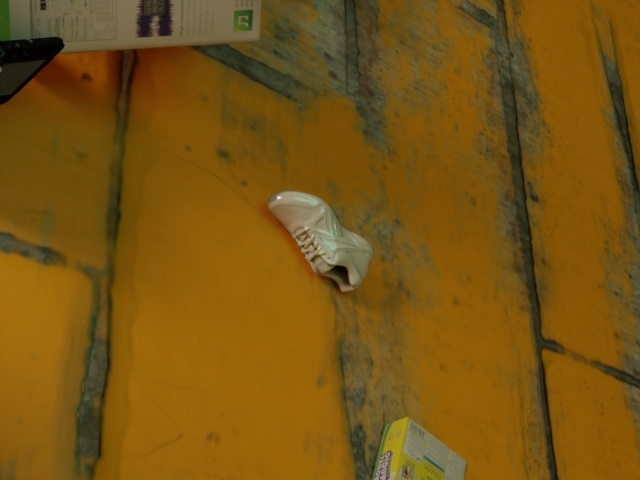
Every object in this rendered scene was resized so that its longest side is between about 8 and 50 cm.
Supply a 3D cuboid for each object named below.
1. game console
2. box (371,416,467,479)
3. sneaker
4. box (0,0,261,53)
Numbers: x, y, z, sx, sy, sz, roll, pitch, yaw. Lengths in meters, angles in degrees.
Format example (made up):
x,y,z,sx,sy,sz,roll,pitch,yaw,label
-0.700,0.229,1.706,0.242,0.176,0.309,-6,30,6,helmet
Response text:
x,y,z,sx,sy,sz,roll,pitch,yaw,label
-0.282,-0.117,0.918,0.107,0.122,0.071,-19,83,-49,game console
0.099,0.293,1.130,0.105,0.043,0.179,40,43,-23,box
0.000,0.000,1.186,0.152,0.054,0.061,38,49,-25,sneaker
-0.200,-0.288,0.946,0.322,0.232,0.058,-9,30,-29,box
